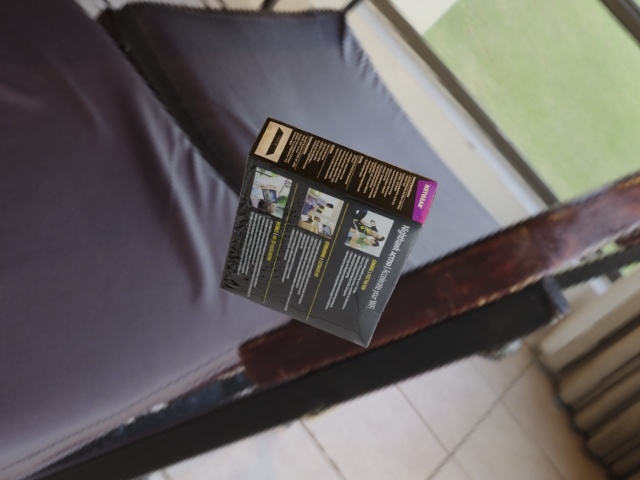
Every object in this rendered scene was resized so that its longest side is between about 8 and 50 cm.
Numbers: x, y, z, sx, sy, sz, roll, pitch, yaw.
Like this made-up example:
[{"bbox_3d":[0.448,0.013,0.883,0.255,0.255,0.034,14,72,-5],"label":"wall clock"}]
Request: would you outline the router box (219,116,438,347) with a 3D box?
[{"bbox_3d":[0.000,0.000,0.822,0.133,0.179,0.046,22,54,2],"label":"router box"}]
